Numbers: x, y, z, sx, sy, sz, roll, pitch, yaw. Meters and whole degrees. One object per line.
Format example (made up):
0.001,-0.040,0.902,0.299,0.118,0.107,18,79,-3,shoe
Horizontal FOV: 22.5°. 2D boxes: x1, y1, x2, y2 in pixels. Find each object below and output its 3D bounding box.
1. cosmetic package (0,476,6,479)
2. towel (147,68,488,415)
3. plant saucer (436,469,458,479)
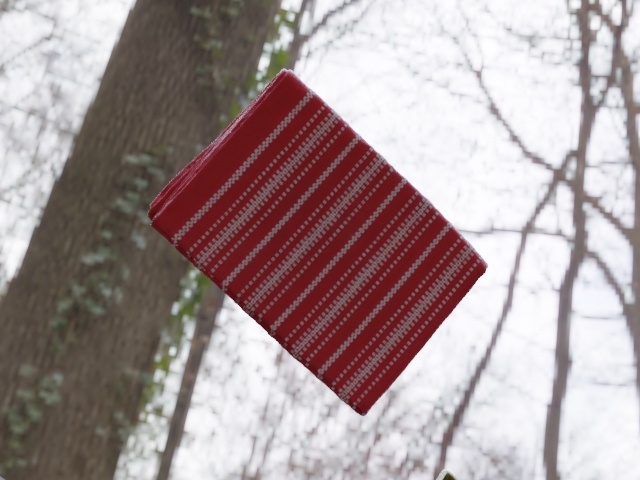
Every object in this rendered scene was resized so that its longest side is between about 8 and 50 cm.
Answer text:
-0.141,0.329,0.875,0.377,0.284,0.097,33,-9,3,cosmetic package
0.000,0.000,1.477,0.275,0.199,0.031,44,-14,-9,towel
0.159,0.358,1.713,0.188,0.188,0.045,48,-66,1,plant saucer
